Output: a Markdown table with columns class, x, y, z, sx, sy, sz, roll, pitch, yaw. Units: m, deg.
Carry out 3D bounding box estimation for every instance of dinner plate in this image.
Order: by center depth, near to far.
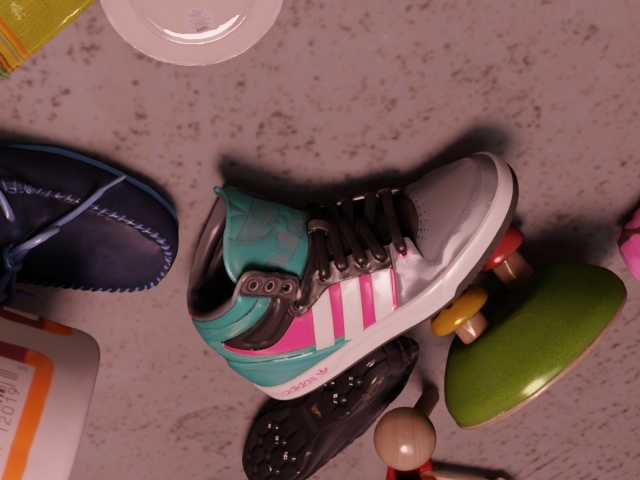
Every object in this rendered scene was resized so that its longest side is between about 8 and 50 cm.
| class | x | y | z | sx | sy | sz | roll | pitch | yaw |
| --- | --- | --- | --- | --- | --- | --- | --- | --- | --- |
| dinner plate | -0.095 | -0.190 | 1.034 | 0.141 | 0.017 | 0.141 | -3 | 127 | -4 |

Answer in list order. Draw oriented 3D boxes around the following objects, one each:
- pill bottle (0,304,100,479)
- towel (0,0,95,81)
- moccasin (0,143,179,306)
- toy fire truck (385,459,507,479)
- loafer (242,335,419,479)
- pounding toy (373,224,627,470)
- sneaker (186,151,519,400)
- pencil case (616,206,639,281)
| class | x | y | z | sx | sy | sz | roll | pitch | yaw |
| --- | --- | --- | --- | --- | --- | --- | --- | --- | --- |
| pill bottle | -0.374 | 0.113 | 0.980 | 0.392 | 0.224 | 0.224 | 20 | 121 | -12 |
| towel | -0.219 | -0.191 | 1.005 | 0.237 | 0.021 | 0.102 | -36 | 112 | 18 |
| moccasin | -0.279 | -0.006 | 1.079 | 0.341 | 0.117 | 0.138 | 10 | 123 | -14 |
| toy fire truck | 0.159 | 0.275 | 1.371 | 0.192 | 0.047 | 0.135 | -2 | 124 | -6 |
| loafer | 0.009 | 0.158 | 1.254 | 0.078 | 0.076 | 0.223 | -4 | 146 | -46 |
| pounding toy | 0.132 | 0.072 | 1.173 | 0.237 | 0.183 | 0.110 | -39 | 96 | 22 |
| sneaker | 0.000 | 0.000 | 1.120 | 0.295 | 0.124 | 0.178 | -40 | 130 | 21 |
| pencil case | 0.346 | -0.039 | 1.149 | 0.098 | 0.095 | 0.209 | 23 | 123 | -39 |
